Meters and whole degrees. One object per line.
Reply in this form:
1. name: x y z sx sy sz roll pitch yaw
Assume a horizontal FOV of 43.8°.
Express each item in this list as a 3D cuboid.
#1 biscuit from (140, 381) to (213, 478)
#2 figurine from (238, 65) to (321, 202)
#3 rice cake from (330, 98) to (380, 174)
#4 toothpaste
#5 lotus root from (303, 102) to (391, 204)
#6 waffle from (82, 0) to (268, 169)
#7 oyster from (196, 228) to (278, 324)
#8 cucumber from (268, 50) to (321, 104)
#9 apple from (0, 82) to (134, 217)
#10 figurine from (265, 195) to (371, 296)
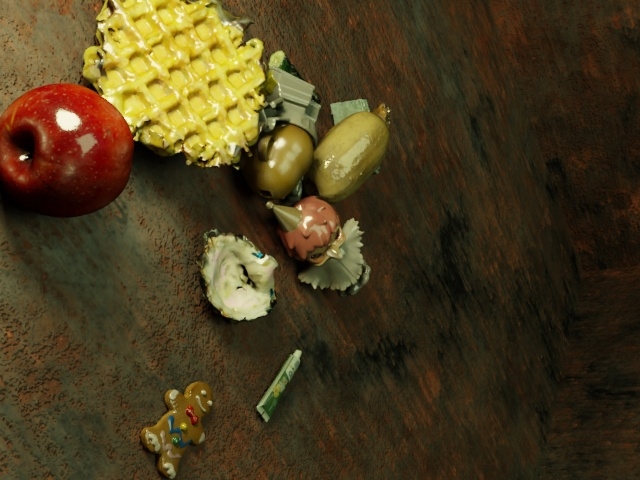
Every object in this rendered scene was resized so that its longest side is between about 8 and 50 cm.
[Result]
1. biscuit: -0.269 0.356 1.565 0.205 0.031 0.138 -52 124 -50
2. figurine: -0.092 -0.226 1.845 0.342 0.167 0.285 39 51 -46
3. rice cake: 0.096 -0.280 2.193 0.038 0.124 0.211 -17 102 -49
4. toothpaste: -0.091 0.327 1.838 0.049 0.031 0.204 60 40 -26
5. lotus root: 0.085 -0.229 2.054 0.342 0.151 0.169 -45 143 -21
6. waffle: -0.275 -0.326 1.572 0.382 0.095 0.380 16 65 -28
7. oyster: -0.175 0.081 1.726 0.259 0.092 0.198 14 71 -45
8. cucumber: -0.065 -0.404 2.034 0.187 0.058 0.058 43 48 -45
9. apple: -0.415 -0.145 1.295 0.201 0.218 0.218 -18 97 -54
10. figurine: 0.000 0.000 1.912 0.207 0.166 0.387 -43 137 -3
